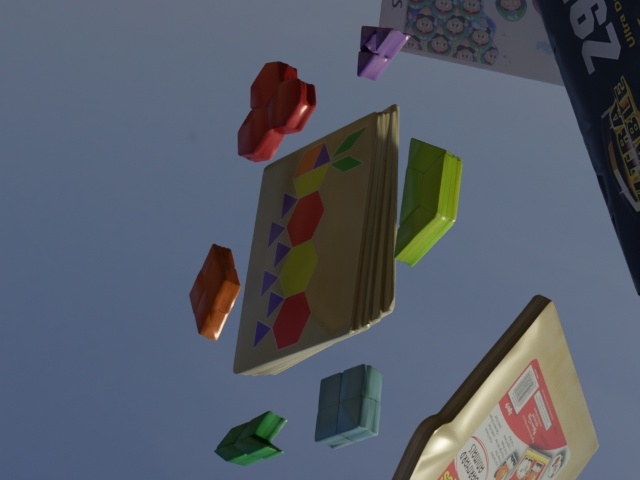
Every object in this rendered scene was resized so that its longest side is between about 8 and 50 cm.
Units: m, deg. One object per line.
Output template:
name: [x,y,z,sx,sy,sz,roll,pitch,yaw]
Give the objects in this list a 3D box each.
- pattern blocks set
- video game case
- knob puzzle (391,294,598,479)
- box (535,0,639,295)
pattern blocks set: [0.000,0.000,1.280,0.026,0.324,0.285,24,159,-31]
video game case: [0.127,-0.197,1.408,0.157,0.143,0.019,13,-142,9]
knob puzzle: [0.071,0.140,0.982,0.030,0.213,0.213,30,-155,31]
box: [0.156,-0.165,0.675,0.079,0.322,0.257,-14,168,-21]
